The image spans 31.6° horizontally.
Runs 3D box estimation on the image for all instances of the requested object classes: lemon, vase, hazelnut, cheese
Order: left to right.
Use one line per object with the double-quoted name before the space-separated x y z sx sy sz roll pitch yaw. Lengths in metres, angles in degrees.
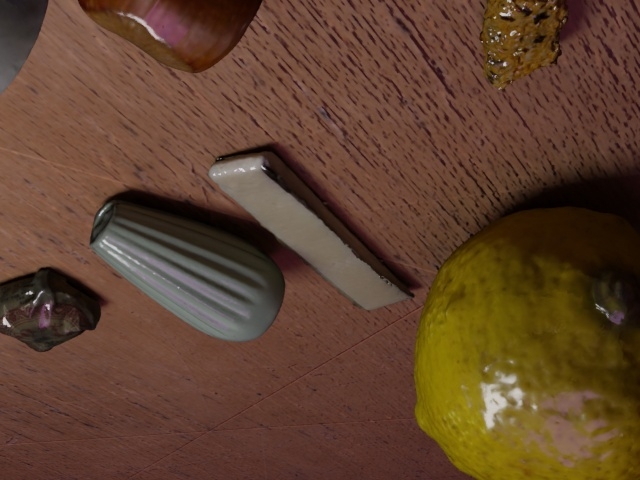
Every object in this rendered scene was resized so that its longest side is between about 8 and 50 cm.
"hazelnut" -0.118 -0.221 0.933 0.150 0.150 0.150 0 150 0
"vase" -0.165 0.031 1.383 0.248 0.128 0.128 29 140 -27
"cheese" -0.001 -0.002 1.411 0.085 0.034 0.400 -11 148 27
"lemon" 0.279 0.133 1.324 0.349 0.350 0.387 6 160 -11

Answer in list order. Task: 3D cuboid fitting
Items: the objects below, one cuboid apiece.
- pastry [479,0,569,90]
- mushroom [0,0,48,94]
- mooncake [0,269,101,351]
"pastry" 0.187 -0.199 1.045 0.080 0.056 0.140 -15 146 3
"mushroom" -0.389 -0.250 0.853 0.397 0.177 0.126 34 180 -38
"mooncake" -0.378 0.101 1.548 0.125 0.073 0.130 -19 147 27
